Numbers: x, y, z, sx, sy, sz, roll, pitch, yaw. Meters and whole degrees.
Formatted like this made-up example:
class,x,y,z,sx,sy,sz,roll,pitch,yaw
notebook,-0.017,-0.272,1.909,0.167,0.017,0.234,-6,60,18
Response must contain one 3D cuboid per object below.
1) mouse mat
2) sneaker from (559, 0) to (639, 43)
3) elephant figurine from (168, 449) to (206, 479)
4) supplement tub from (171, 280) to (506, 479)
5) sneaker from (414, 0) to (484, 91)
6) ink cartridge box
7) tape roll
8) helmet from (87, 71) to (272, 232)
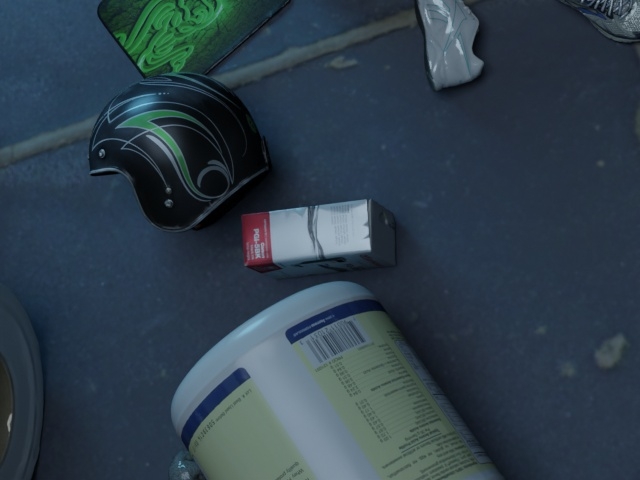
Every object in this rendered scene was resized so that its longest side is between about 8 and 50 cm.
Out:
class,x,y,z,sx,sy,sz,roll,pitch,yaw
mouse mat,-0.140,-0.261,1.845,0.190,0.007,0.152,-41,71,9
sneaker,0.276,-0.241,1.679,0.135,0.058,0.052,30,91,19
elephant figurine,-0.152,0.366,1.682,0.239,0.186,0.169,49,140,29
supplement tub,0.033,0.227,1.583,0.235,0.235,0.324,-38,72,9
sneaker,0.130,-0.229,1.734,0.061,0.053,0.152,-10,80,1
ink cartridge box,0.000,0.000,1.705,0.135,0.099,0.056,-7,79,17
tape roll,-0.387,0.176,1.702,0.100,0.286,0.286,3,82,18
helmet,-0.150,-0.094,1.738,0.169,0.169,0.161,-40,87,8
